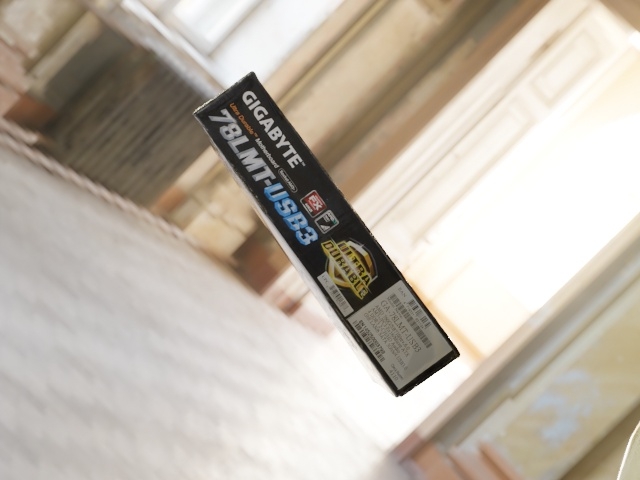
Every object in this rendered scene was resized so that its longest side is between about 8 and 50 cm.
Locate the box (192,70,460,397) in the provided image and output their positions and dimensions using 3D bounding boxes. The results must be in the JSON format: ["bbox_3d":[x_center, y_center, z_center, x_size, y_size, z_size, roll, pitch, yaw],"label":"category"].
[{"bbox_3d":[0.000,0.000,1.325,0.293,0.073,0.295,56,-3,1],"label":"box"}]

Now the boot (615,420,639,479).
[{"bbox_3d":[0.190,0.128,0.619,0.095,0.203,0.262,14,17,-14],"label":"boot"}]
